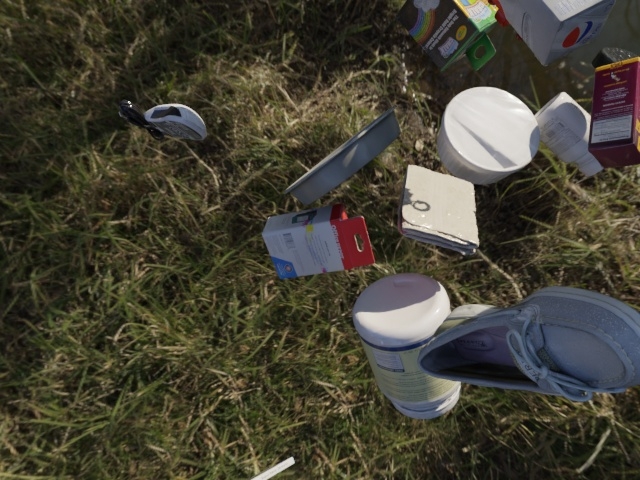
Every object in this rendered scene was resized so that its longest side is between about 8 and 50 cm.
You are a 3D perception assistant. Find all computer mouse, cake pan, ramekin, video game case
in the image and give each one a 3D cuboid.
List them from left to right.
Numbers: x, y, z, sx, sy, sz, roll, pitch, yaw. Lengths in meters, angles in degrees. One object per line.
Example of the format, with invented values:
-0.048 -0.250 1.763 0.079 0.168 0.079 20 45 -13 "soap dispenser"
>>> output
-0.260 -0.208 0.740 0.192 0.106 0.042 13 78 35 "computer mouse"
-0.139 0.460 0.806 0.119 0.166 0.015 -36 67 23 "video game case"
0.052 -0.171 0.900 0.293 0.293 0.054 -38 99 4 "cake pan"
0.454 -0.282 1.203 0.272 0.127 0.273 2 70 -6 "ramekin"

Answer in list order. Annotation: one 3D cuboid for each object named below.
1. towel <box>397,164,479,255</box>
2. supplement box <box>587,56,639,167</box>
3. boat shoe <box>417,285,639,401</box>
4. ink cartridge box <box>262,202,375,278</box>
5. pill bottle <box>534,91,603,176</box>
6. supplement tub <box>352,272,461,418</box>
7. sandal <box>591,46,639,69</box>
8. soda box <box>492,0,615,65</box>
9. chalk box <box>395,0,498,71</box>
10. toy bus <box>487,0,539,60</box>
0.287 -0.082 1.046 0.187 0.049 0.282 17 42 3 "towel"
0.617 -0.258 0.882 0.080 0.104 0.188 -1 75 48 "supplement box"
0.229 0.132 0.505 0.103 0.320 0.118 -33 92 -20 "boat shoe"
0.000 0.000 0.977 0.230 0.078 0.134 -9 122 15 "ink cartridge box"
0.721 -0.298 1.224 0.229 0.131 0.131 45 92 3 "pill bottle"
0.233 0.272 1.097 0.235 0.235 0.325 -16 119 9 "supplement tub"
0.797 -0.295 0.999 0.167 0.107 0.446 -2 50 -16 "sandal"
0.322 -0.422 0.669 0.091 0.098 0.286 -26 70 6 "soda box"
0.405 -0.642 1.259 0.179 0.180 0.289 -41 91 -26 "chalk box"
0.411 -0.482 0.845 0.104 0.202 0.191 -39 43 23 "toy bus"
